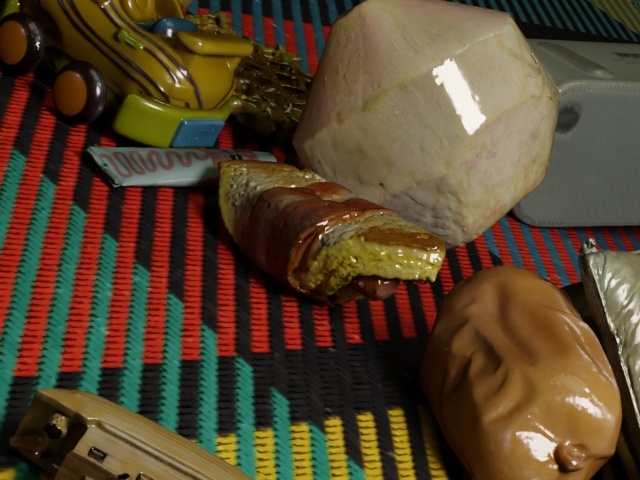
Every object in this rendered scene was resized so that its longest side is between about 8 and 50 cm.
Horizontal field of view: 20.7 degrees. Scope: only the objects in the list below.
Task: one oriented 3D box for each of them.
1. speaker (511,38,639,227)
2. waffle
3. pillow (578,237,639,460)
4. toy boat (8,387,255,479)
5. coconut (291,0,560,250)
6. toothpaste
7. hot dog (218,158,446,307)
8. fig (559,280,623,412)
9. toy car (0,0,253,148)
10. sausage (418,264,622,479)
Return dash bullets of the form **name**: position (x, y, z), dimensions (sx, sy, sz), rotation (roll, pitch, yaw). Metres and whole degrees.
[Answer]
- **speaker**: position (0.365, -0.135, 2.073), dimensions (0.406, 0.183, 0.184), rotation (-1, 27, -28)
- **waffle**: position (-0.090, -0.176, 1.862), dimensions (0.254, 0.052, 0.245), rotation (32, 22, 14)
- **pillow**: position (0.303, 0.135, 1.416), dimensions (0.185, 0.075, 0.303), rotation (-6, 74, -50)
- **toy boat**: position (-0.094, 0.156, 1.052), dimensions (0.200, 0.057, 0.077), rotation (29, 25, -1)
- **coconut**: position (0.096, -0.120, 1.668), dimensions (0.259, 0.259, 0.259), rotation (25, 20, -10)
- **toothpaste**: position (-0.121, -0.065, 1.580), dimensions (0.205, 0.036, 0.056), rotation (-1, 37, -47)
- **hot dog**: position (0.002, 0.005, 1.490), dimensions (0.123, 0.093, 0.261), rotation (1, 18, -36)
- **fig**: position (0.207, 0.107, 1.528), dimensions (0.133, 0.184, 0.127), rotation (-93, 158, -68)
- **toy car**: position (-0.180, -0.193, 1.647), dimensions (0.248, 0.142, 0.200), rotation (38, 22, 22)
- **sausage**: position (0.154, 0.114, 1.374), dimensions (0.120, 0.136, 0.241), rotation (26, 23, -26)
